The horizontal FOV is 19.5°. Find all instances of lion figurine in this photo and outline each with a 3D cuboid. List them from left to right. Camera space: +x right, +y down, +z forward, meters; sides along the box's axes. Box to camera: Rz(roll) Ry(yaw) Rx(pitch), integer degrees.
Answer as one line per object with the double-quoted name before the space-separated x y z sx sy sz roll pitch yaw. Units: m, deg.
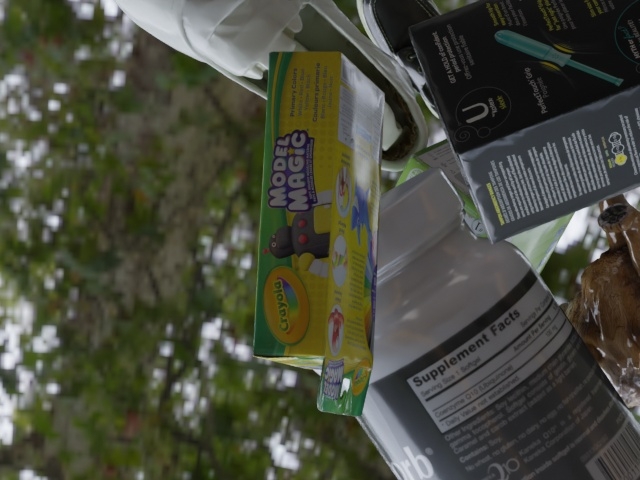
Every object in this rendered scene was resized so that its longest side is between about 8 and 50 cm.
"lion figurine" 0.372 -0.017 1.754 0.392 0.240 0.142 -36 -145 -1

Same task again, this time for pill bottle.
"pill bottle" 0.136 0.129 1.664 0.210 0.210 0.363 -38 -85 -39

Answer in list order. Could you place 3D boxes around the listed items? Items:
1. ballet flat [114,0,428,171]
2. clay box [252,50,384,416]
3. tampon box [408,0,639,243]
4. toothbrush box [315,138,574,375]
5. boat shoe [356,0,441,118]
"ballet flat" -0.031 -0.179 1.719 0.400 0.139 0.139 32 -154 -41
"clay box" 0.000 0.000 1.195 0.053 0.127 0.222 2 -97 15
"tampon box" 0.156 -0.095 1.199 0.161 0.101 0.120 -21 -129 5
"toothbrush box" 0.134 0.028 1.901 0.122 0.283 0.206 38 -145 20
"boat shoe" 0.120 -0.199 2.000 0.080 0.223 0.073 -41 -142 -3
